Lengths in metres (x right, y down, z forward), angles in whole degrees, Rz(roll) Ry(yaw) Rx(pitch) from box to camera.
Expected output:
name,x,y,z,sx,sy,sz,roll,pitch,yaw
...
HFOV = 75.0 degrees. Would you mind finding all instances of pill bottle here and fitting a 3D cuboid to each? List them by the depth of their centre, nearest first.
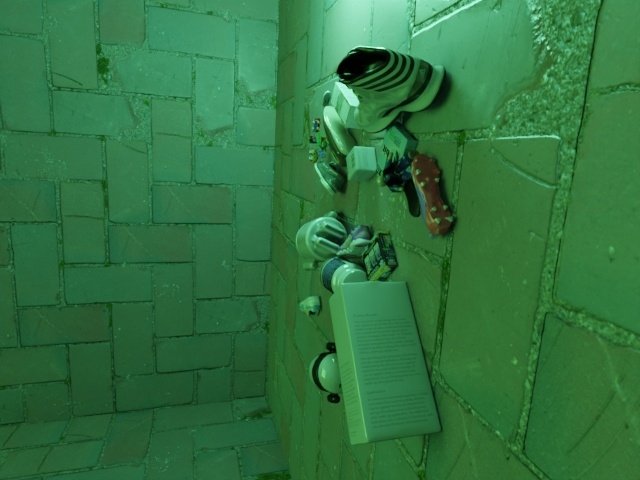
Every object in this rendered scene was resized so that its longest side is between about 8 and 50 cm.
name,x,y,z,sx,sy,sz,roll,pitch,yaw
pill bottle,0.100,0.157,1.680,0.264,0.153,0.153,-158,69,-73

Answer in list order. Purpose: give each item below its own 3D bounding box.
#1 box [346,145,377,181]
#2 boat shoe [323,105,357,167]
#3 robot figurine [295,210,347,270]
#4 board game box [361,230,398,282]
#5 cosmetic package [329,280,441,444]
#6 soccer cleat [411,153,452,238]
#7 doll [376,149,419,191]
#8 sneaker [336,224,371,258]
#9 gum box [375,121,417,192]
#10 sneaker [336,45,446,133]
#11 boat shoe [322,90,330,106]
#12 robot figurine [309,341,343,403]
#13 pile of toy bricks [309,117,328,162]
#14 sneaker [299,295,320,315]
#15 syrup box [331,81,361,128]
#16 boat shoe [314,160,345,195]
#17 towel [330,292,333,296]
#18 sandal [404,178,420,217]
name,x,y,z,sx,sy,sz,roll,pitch,yaw
box,0.157,-0.292,1.599,0.102,0.087,0.101,134,134,-68
boat shoe,0.073,-0.463,1.837,0.097,0.116,0.325,114,145,-48
robot figurine,0.000,0.000,1.929,0.300,0.199,0.353,-65,13,-12
board game box,0.209,0.067,1.498,0.170,0.048,0.141,117,146,-56
cosmetic package,0.181,0.364,1.285,0.161,0.229,0.454,118,148,-59
soccer cleat,0.297,-0.125,1.159,0.095,0.083,0.248,111,151,-61
doll,0.237,-0.216,1.294,0.189,0.046,0.129,-31,76,58
sneaker,0.139,0.005,1.676,0.236,0.095,0.105,139,135,-62
gum box,0.246,-0.278,1.380,0.157,0.041,0.185,-112,27,-50
sneaker,0.150,-0.475,1.271,0.447,0.257,0.169,5,77,70
boat shoe,0.027,-0.729,2.121,0.100,0.035,0.035,109,153,-63
robot figurine,0.051,0.577,1.827,0.209,0.173,0.278,52,158,2
pile of toy bricks,0.012,-0.492,2.076,0.105,0.118,0.212,5,-89,-68
sneaker,-0.061,0.382,2.337,0.229,0.087,0.092,121,143,-63
syrup box,0.122,-0.551,1.697,0.237,0.096,0.093,-108,26,-46
boat shoe,0.051,-0.318,1.996,0.099,0.116,0.319,-38,28,12
towel,0.090,0.209,1.943,0.237,0.021,0.102,146,121,-70
sandal,0.290,-0.132,1.260,0.179,0.040,0.067,-89,14,-54
